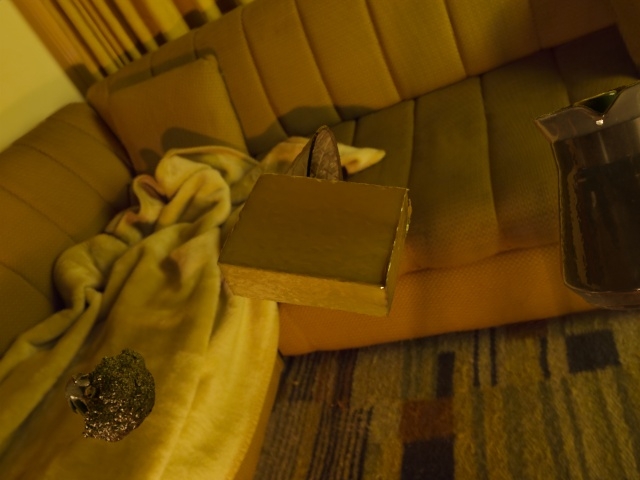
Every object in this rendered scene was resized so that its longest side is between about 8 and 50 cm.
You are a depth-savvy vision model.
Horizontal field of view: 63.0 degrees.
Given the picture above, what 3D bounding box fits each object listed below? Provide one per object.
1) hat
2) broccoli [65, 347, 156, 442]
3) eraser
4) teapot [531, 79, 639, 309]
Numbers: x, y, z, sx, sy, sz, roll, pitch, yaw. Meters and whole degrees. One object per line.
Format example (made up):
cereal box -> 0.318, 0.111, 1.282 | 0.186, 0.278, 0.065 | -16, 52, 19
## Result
hat -> -0.024, -0.041, 0.524 | 0.067, 0.145, 0.146 | 2, 40, 14
broccoli -> -0.291, 0.216, 0.729 | 0.121, 0.130, 0.131 | 11, 33, 7
eraser -> 0.000, 0.000, 0.391 | 0.123, 0.045, 0.097 | 7, 51, 18
teapot -> 0.340, -0.058, 0.587 | 0.171, 0.225, 0.203 | -15, 8, 37
